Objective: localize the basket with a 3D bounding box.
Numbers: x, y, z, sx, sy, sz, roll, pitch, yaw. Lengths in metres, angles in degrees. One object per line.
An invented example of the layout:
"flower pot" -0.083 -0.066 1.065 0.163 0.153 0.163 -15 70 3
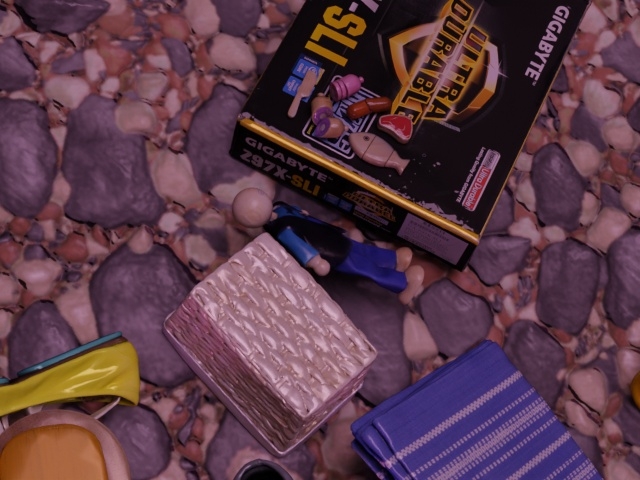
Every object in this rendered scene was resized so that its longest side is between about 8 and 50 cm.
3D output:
"basket" -0.042 0.090 1.538 0.113 0.103 0.167 -39 83 -28

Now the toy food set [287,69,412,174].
"toy food set" 0.036 -0.118 1.610 0.122 0.019 0.078 24 62 0

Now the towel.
"towel" 0.188 0.257 1.532 0.336 0.040 0.243 53 38 8

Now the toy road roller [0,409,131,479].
"toy road roller" -0.253 0.310 1.319 0.240 0.202 0.330 -6 70 -9

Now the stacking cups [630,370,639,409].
"stacking cups" 0.422 0.057 1.718 0.096 0.096 0.316 40 58 2

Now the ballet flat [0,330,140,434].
"ballet flat" -0.257 0.142 1.466 0.231 0.077 0.077 -15 88 -26

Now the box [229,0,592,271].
"box" 0.092 -0.162 1.701 0.257 0.079 0.322 26 61 4

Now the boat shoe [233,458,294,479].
"boat shoe" -0.044 0.314 1.375 0.116 0.099 0.319 -4 43 2

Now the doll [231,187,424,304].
"doll" 0.000 0.000 1.597 0.189 0.046 0.129 22 18 -24
